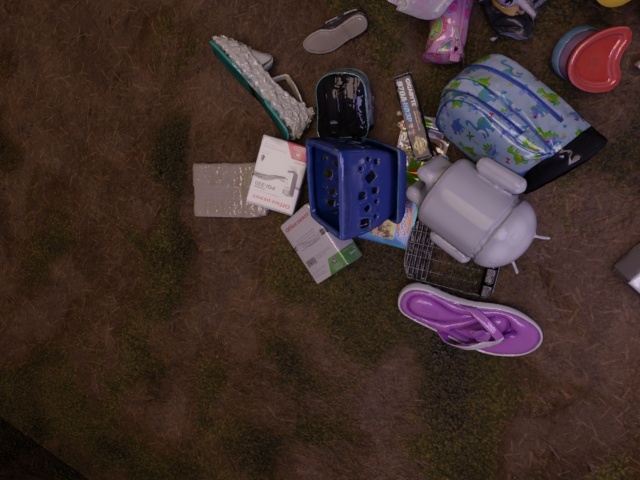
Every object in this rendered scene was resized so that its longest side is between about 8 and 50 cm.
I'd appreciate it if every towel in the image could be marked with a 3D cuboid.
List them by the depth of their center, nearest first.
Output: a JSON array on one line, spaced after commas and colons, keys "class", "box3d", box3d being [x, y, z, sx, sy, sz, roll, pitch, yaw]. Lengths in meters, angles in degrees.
[{"class": "towel", "box3d": [-0.304, -0.171, 1.567, 0.281, 0.049, 0.187, 3, 98, 18]}]

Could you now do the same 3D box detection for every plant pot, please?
[{"class": "plant pot", "box3d": [0.100, -0.155, 1.246, 0.211, 0.236, 0.236, -11, 114, -20]}]

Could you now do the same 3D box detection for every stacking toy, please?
[{"class": "stacking toy", "box3d": [0.715, -0.526, 1.111, 0.279, 0.130, 0.309, 0, 125, -6]}]

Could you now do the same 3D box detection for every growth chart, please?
[{"class": "growth chart", "box3d": [0.293, -0.251, 1.361, 0.171, 0.021, 0.238, 10, 103, 16]}]

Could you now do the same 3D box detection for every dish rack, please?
[{"class": "dish rack", "box3d": [0.385, 0.046, 1.350, 0.271, 0.074, 0.209, 13, 102, 15]}]

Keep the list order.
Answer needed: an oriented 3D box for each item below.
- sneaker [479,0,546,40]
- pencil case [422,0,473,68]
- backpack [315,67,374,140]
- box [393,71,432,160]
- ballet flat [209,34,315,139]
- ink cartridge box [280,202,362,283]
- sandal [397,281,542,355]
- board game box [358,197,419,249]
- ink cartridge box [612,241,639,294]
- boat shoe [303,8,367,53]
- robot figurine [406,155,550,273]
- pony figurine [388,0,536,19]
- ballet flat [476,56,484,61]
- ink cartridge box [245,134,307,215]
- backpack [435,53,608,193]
[{"class": "sneaker", "box3d": [0.547, -0.598, 1.176, 0.268, 0.101, 0.153, -10, 104, 18]}, {"class": "pencil case", "box3d": [0.347, -0.611, 1.223, 0.124, 0.124, 0.285, 11, 100, 17]}, {"class": "backpack", "box3d": [0.071, -0.398, 1.338, 0.165, 0.144, 0.189, 4, 126, 20]}, {"class": "box", "box3d": [0.254, -0.325, 1.254, 0.051, 0.175, 0.221, -14, 95, 17]}, {"class": "ballet flat", "box3d": [-0.169, -0.489, 1.439, 0.147, 0.147, 0.409, -41, 88, 21]}, {"class": "ink cartridge box", "box3d": [0.000, 0.000, 1.442, 0.160, 0.092, 0.220, -35, 86, 43]}, {"class": "sandal", "box3d": [0.418, 0.251, 1.340, 0.415, 0.102, 0.170, 16, 120, 12]}, {"class": "board game box", "box3d": [0.188, -0.074, 1.412, 0.210, 0.047, 0.160, 15, 104, 17]}, {"class": "ink cartridge box", "box3d": [0.978, 0.121, 1.109, 0.395, 0.166, 0.285, 43, 109, 8]}, {"class": "boat shoe", "box3d": [0.044, -0.619, 1.374, 0.205, 0.075, 0.065, -14, 51, 26]}, {"class": "robot figurine", "box3d": [0.394, -0.070, 1.188, 0.353, 0.199, 0.300, 41, 140, 16]}, {"class": "pony figurine", "box3d": [0.318, -0.628, 1.026, 0.351, 0.363, 0.303, 40, 112, 18]}, {"class": "ballet flat", "box3d": [0.470, -0.460, 1.252, 0.114, 0.041, 0.041, 33, 108, 11]}, {"class": "ink cartridge box", "box3d": [-0.127, -0.203, 1.451, 0.158, 0.092, 0.218, 17, 101, 1]}, {"class": "backpack", "box3d": [0.464, -0.290, 1.159, 0.273, 0.290, 0.356, -28, 82, 0]}]
